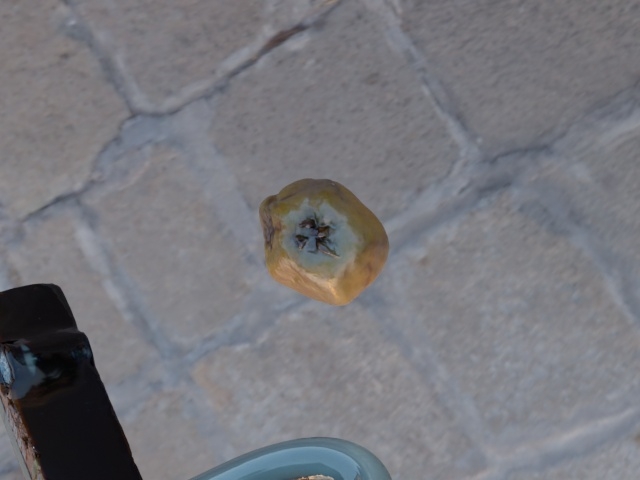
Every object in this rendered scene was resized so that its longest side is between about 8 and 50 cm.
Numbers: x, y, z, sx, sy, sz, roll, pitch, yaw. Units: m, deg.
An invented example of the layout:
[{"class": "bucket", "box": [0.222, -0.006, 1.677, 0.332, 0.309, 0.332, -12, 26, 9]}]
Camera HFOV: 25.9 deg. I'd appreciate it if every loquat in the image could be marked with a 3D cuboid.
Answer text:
[{"class": "loquat", "box": [0.000, 0.000, 1.309, 0.113, 0.137, 0.137, -37, 89, -6]}]

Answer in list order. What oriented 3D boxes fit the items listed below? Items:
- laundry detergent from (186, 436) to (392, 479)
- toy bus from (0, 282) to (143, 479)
[{"class": "laundry detergent", "box": [-0.023, 0.217, 0.779, 0.280, 0.105, 0.215, -17, 58, 2]}, {"class": "toy bus", "box": [-0.212, 0.215, 1.244, 0.409, 0.093, 0.092, 61, 148, 32]}]
